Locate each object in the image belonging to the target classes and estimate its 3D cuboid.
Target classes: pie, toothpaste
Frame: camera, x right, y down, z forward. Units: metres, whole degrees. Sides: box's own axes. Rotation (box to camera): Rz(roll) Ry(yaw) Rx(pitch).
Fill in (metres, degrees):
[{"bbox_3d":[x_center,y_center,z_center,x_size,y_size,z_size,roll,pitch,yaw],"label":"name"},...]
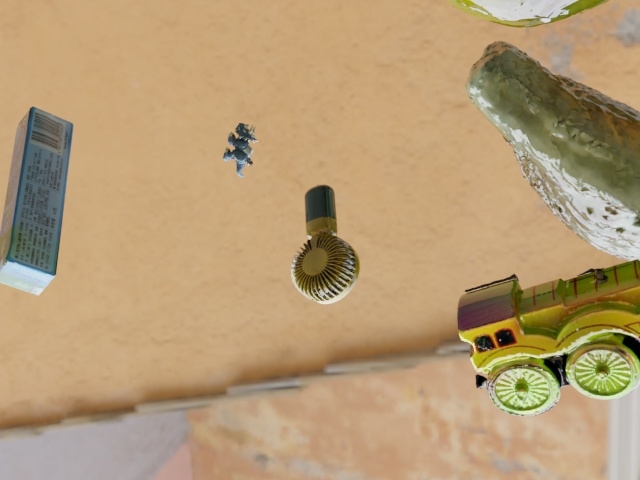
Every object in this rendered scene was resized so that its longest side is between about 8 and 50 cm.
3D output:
[{"bbox_3d":[0.366,-0.084,1.464,0.395,0.180,0.418,41,-169,35],"label":"pie"},{"bbox_3d":[-0.364,-0.056,1.480,0.065,0.050,0.266,24,-137,-29],"label":"toothpaste"}]

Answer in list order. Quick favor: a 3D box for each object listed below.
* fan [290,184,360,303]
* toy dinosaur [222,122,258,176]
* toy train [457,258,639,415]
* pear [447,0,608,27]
[{"bbox_3d":[0.000,0.000,1.401,0.082,0.155,0.039,-20,147,25],"label":"fan"},{"bbox_3d":[-0.123,-0.142,1.811,0.047,0.083,0.030,16,180,5],"label":"toy dinosaur"},{"bbox_3d":[0.304,0.098,1.316,0.296,0.160,0.100,-17,-153,18],"label":"toy train"},{"bbox_3d":[0.177,-0.314,0.955,0.269,0.321,0.269,0,-118,0],"label":"pear"}]
